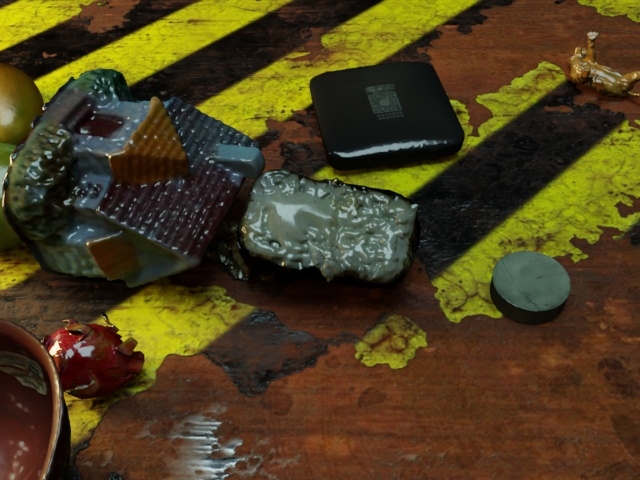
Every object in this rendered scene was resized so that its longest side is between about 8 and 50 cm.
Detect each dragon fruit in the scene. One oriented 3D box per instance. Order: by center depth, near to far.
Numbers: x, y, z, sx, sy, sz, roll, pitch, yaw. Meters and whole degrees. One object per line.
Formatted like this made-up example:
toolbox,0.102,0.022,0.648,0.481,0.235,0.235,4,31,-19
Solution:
dragon fruit,-0.366,0.192,1.188,0.166,0.136,0.133,12,22,-14

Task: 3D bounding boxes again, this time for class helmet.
helmet,-0.486,0.317,1.017,0.338,0.230,0.384,-5,58,0

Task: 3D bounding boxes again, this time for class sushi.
sushi,0.000,0.000,1.298,0.344,0.182,0.196,9,64,1

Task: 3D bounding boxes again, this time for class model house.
model house,-0.294,-0.095,1.309,0.339,0.297,0.360,9,48,15

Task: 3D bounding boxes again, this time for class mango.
mango,-0.690,-0.290,1.615,0.175,0.139,0.254,-41,66,-13

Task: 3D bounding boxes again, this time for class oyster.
oyster,-0.162,0.003,1.396,0.105,0.056,0.177,-40,63,-19

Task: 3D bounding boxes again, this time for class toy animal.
toy animal,0.655,-0.352,1.654,0.255,0.116,0.114,38,83,23

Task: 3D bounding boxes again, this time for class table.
table,0.366,0.082,1.309,0.134,0.043,0.133,-1,49,2

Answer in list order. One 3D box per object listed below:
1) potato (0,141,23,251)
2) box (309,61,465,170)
potato,-0.614,-0.079,1.371,0.305,0.215,0.215,0,48,17
box,0.137,-0.271,1.605,0.290,0.073,0.288,-9,50,-6
